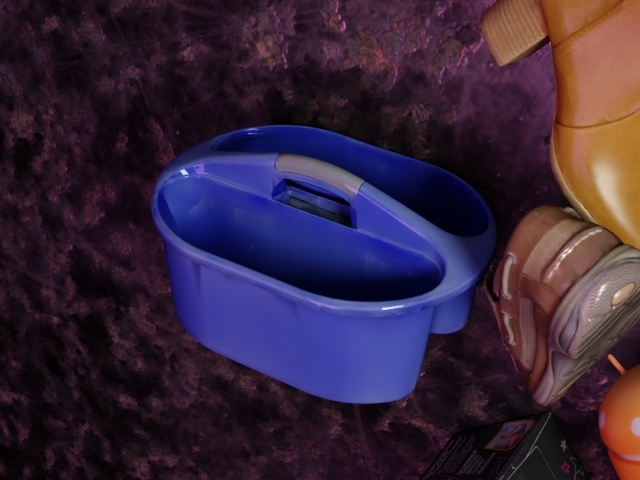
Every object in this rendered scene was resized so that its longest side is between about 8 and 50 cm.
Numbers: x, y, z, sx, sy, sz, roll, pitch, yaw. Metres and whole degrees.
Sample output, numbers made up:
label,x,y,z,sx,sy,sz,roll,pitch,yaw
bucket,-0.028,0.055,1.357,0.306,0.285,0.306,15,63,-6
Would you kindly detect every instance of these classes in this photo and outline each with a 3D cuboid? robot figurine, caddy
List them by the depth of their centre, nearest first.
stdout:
label,x,y,z,sx,sy,sz,roll,pitch,yaw
robot figurine,0.334,0.201,1.133,0.128,0.158,0.219,-22,104,19
caddy,0.000,0.000,1.180,0.341,0.241,0.179,20,131,25

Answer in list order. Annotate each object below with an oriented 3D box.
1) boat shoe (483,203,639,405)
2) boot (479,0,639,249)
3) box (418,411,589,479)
label,x,y,z,sx,sy,sz,roll,pitch,yaw
boat shoe,0.209,0.052,1.084,0.116,0.123,0.324,46,166,18
boot,0.275,-0.128,0.992,0.211,0.104,0.295,-33,91,44
box,0.210,0.334,1.279,0.142,0.163,0.247,-23,101,41
